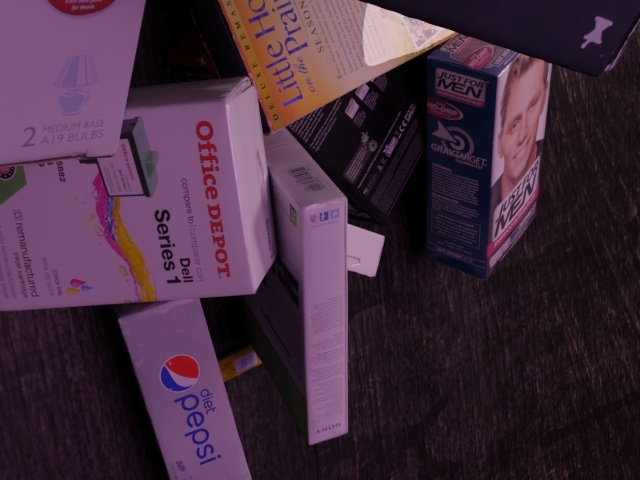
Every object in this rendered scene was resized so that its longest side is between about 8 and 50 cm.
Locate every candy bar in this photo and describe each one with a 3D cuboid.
[{"bbox_3d":[-0.129,0.167,1.337,0.161,0.018,0.040,-23,115,-36],"label":"candy bar"}]

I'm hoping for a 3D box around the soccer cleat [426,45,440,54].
[{"bbox_3d":[0.095,-0.309,1.391,0.196,0.068,0.076,57,44,-25],"label":"soccer cleat"}]

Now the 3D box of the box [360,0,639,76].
[{"bbox_3d":[0.000,-0.399,0.811,0.479,0.472,0.297,8,121,-36],"label":"box"}]

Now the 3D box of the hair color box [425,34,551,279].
[{"bbox_3d":[0.231,-0.134,1.437,0.174,0.105,0.347,-46,146,-37],"label":"hair color box"}]

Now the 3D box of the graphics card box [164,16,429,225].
[{"bbox_3d":[0.003,-0.210,1.318,0.371,0.094,0.233,38,74,-38],"label":"graphics card box"}]

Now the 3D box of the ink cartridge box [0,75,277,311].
[{"bbox_3d":[-0.199,-0.047,1.058,0.117,0.278,0.202,-69,153,-70],"label":"ink cartridge box"}]

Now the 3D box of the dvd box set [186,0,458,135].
[{"bbox_3d":[0.026,-0.339,1.198,0.420,0.062,0.308,-33,107,-32],"label":"dvd box set"}]

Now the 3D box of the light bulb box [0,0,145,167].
[{"bbox_3d":[-0.370,-0.225,0.778,0.357,0.361,0.225,-12,133,-38],"label":"light bulb box"}]

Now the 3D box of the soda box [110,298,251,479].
[{"bbox_3d":[-0.165,0.185,1.245,0.098,0.091,0.286,-20,113,-14],"label":"soda box"}]

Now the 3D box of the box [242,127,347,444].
[{"bbox_3d":[-0.036,0.041,1.200,0.058,0.232,0.322,-12,125,-19],"label":"box"}]

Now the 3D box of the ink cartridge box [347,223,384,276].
[{"bbox_3d":[0.000,0.000,1.333,0.099,0.135,0.056,18,87,-42],"label":"ink cartridge box"}]
